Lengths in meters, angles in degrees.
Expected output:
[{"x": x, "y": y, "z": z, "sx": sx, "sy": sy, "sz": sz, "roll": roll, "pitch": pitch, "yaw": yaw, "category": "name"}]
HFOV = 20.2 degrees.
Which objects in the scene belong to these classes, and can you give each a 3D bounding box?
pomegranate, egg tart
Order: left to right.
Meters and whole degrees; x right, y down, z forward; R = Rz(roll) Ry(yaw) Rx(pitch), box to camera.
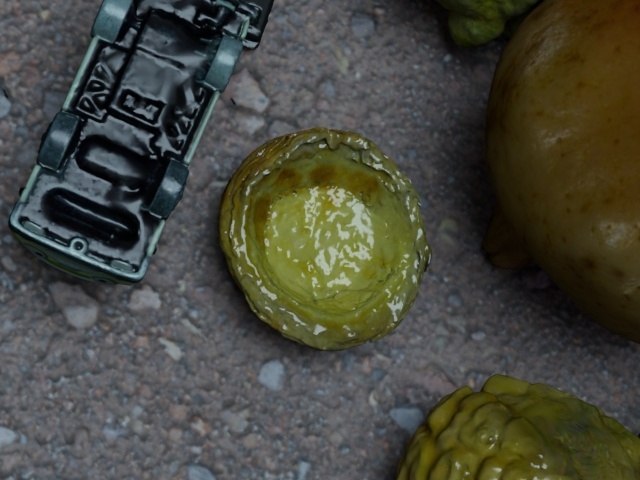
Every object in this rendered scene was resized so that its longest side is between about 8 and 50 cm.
[{"x": 0.000, "y": -0.001, "z": 1.674, "sx": 0.212, "sy": 0.090, "sz": 0.212, "roll": 3, "pitch": 78, "yaw": -15, "category": "egg tart"}, {"x": 0.314, "y": -0.075, "z": 1.655, "sx": 0.410, "sy": 0.410, "sz": 0.410, "roll": 4, "pitch": 77, "yaw": -17, "category": "pomegranate"}]

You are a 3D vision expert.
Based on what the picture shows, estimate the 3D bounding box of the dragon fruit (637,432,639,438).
[{"x": 0.442, "y": 0.205, "z": 1.690, "sx": 0.268, "sy": 0.295, "sz": 0.130, "roll": -5, "pitch": 54, "yaw": -5, "category": "dragon fruit"}]

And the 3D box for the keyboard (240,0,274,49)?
[{"x": -0.153, "y": -0.260, "z": 1.718, "sx": 0.230, "sy": 0.025, "sz": 0.093, "roll": 22, "pitch": 70, "yaw": -12, "category": "keyboard"}]

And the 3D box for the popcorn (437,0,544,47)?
[{"x": 0.162, "y": -0.319, "z": 1.724, "sx": 0.250, "sy": 0.235, "sz": 0.242, "roll": 5, "pitch": 73, "yaw": -34, "category": "popcorn"}]

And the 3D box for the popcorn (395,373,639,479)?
[{"x": 0.195, "y": 0.240, "z": 1.623, "sx": 0.250, "sy": 0.190, "sz": 0.250, "roll": 14, "pitch": 35, "yaw": -10, "category": "popcorn"}]

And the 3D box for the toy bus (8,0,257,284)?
[{"x": -0.172, "y": -0.093, "z": 1.600, "sx": 0.133, "sy": 0.165, "sz": 0.276, "roll": 24, "pitch": 72, "yaw": -7, "category": "toy bus"}]
